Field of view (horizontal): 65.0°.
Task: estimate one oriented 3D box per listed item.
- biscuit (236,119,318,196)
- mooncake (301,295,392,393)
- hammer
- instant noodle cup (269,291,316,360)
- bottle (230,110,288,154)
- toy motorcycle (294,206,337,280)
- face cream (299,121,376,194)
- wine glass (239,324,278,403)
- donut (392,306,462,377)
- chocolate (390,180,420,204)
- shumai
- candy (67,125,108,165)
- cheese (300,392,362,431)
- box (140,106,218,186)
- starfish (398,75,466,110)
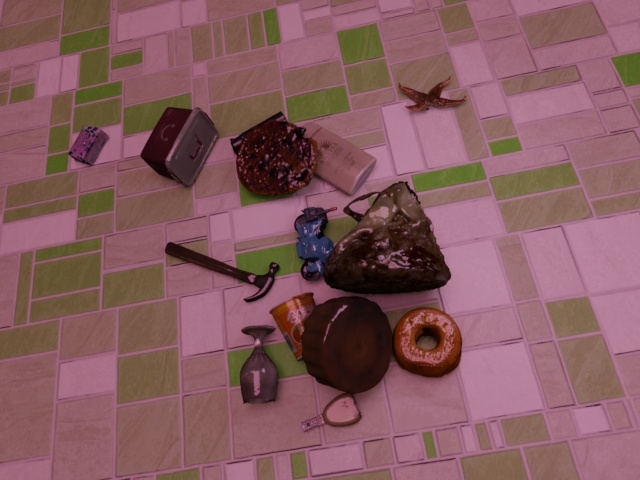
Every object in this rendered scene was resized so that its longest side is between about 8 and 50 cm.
[{"bbox_3d":[-0.161,-0.306,1.894,0.335,0.081,0.289,8,84,20],"label":"biscuit"},{"bbox_3d":[0.076,0.309,1.532,0.161,0.290,0.290,-8,58,53],"label":"mooncake"},{"bbox_3d":[-0.373,0.092,1.829,0.440,0.044,0.168,19,70,17],"label":"hammer"},{"bbox_3d":[-0.058,0.285,1.641,0.169,0.168,0.184,-25,74,-2],"label":"instant noodle cup"},{"bbox_3d":[-0.244,-0.424,2.011,0.245,0.082,0.072,-30,22,-5],"label":"bottle"},{"bbox_3d":[0.000,0.000,1.766,0.182,0.123,0.271,-16,66,14],"label":"toy motorcycle"},{"bbox_3d":[0.028,-0.326,1.916,0.349,0.081,0.173,35,84,20],"label":"face cream"},{"bbox_3d":[-0.199,0.400,1.626,0.127,0.126,0.241,-8,66,6],"label":"wine glass"},{"bbox_3d":[0.334,0.319,1.579,0.227,0.113,0.226,-4,65,9],"label":"donut"},{"bbox_3d":[0.276,-0.150,1.788,0.156,0.156,0.133,-7,51,6],"label":"chocolate"},{"bbox_3d":[0.217,-0.006,1.583,0.396,0.395,0.347,2,78,10],"label":"shumai"},{"bbox_3d":[-0.980,-0.403,2.119,0.092,0.073,0.160,16,71,17],"label":"candy"},{"bbox_3d":[0.028,0.549,1.571,0.192,0.037,0.096,-21,65,-1],"label":"cheese"},{"bbox_3d":[-0.557,-0.378,1.984,0.168,0.193,0.293,15,71,24],"label":"box"},{"bbox_3d":[0.439,-0.570,1.976,0.248,0.050,0.138,-6,66,-1],"label":"starfish"}]
